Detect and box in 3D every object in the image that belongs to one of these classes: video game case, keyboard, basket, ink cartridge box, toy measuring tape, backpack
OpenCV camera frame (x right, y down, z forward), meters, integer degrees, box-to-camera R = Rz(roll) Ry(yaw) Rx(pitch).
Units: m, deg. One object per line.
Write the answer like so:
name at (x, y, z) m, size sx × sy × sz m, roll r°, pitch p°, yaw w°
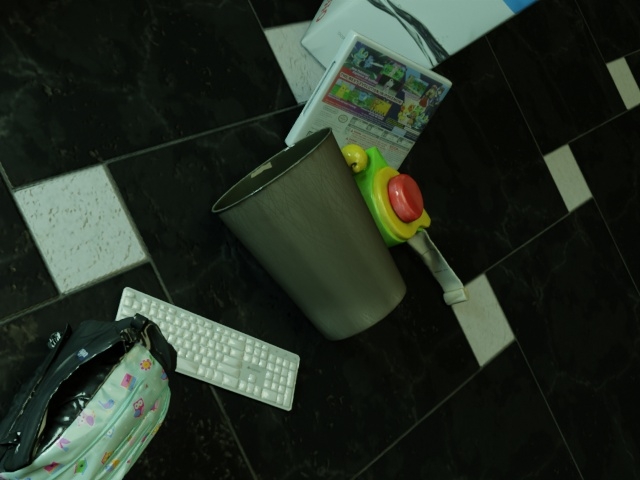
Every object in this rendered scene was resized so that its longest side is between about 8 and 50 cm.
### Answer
video game case at (0.072, -0.186, 1.251) m, size 0.201 × 0.183 × 0.023 m, roll 17°, pitch 24°, yaw -38°
keyboard at (-0.127, 0.131, 1.014) m, size 0.256 × 0.014 × 0.072 m, roll 27°, pitch 55°, yaw -33°
basket at (0.000, 0.000, 1.106) m, size 0.227 × 0.154 × 0.204 m, roll 57°, pitch 45°, yaw -14°
ink cartridge box at (0.187, -0.412, 1.295) m, size 0.166 × 0.395 × 0.285 m, roll 41°, pitch 47°, yaw -20°
toy measuring tape at (0.118, 0.001, 1.252) m, size 0.330 × 0.121 × 0.121 m, roll 54°, pitch 43°, yaw -25°
backpack at (-0.223, 0.165, 0.817) m, size 0.115 × 0.152 × 0.182 m, roll 48°, pitch 51°, yaw -23°
